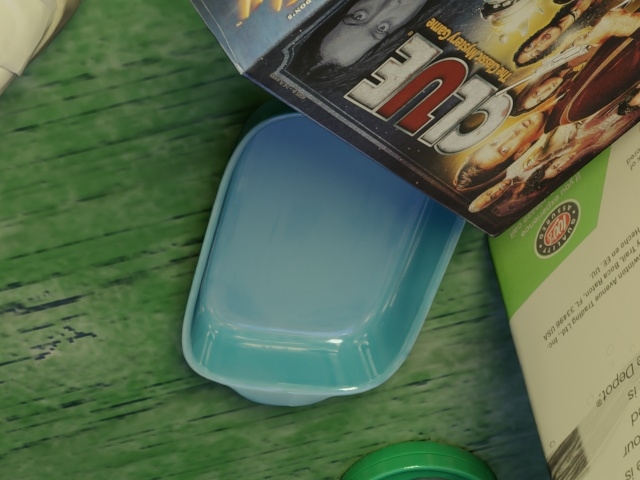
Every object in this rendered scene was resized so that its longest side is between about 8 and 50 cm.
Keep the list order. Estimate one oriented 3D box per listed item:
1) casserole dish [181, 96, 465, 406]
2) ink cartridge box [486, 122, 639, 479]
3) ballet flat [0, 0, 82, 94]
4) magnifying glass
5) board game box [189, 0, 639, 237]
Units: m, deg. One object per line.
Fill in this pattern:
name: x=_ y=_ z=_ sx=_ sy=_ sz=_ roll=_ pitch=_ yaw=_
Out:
casserole dish: x=0.000 y=0.000 z=0.818 sx=0.114 sy=0.037 sz=0.188 roll=6 pitch=131 yaw=-15
ink cartridge box: x=0.191 y=0.044 z=0.727 sx=0.114 sy=0.273 sz=0.198 roll=25 pitch=124 yaw=-28
ballet flat: x=-0.156 y=-0.067 z=0.703 sx=0.086 sy=0.086 sz=0.248 roll=26 pitch=123 yaw=-28
magnifying glass: x=0.087 y=0.187 z=1.009 sx=0.092 sy=0.026 sz=0.231 roll=-28 pitch=128 yaw=15
board game box: x=0.076 y=-0.090 z=0.640 sx=0.165 sy=0.042 sz=0.243 roll=-39 pitch=155 yaw=12
